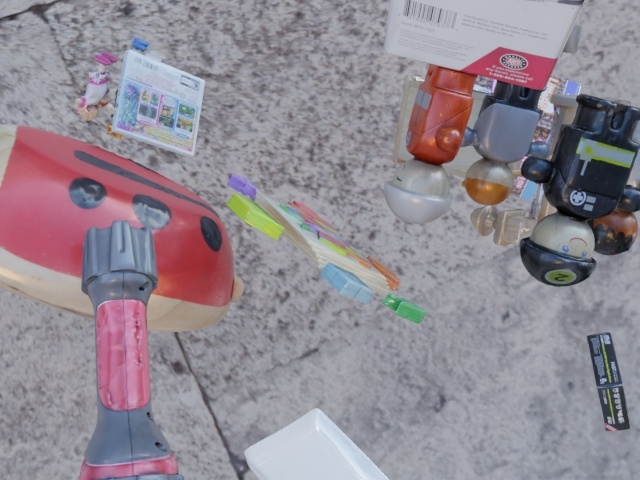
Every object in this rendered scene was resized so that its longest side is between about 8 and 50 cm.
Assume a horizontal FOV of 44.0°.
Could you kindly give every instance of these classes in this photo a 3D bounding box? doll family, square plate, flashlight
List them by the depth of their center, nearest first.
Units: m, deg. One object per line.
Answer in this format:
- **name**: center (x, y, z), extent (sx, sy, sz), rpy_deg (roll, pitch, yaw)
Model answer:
- **flashlight**: center (-0.194, 0.130, 0.783), extent (0.103, 0.103, 0.303), rpy_deg (31, 47, -60)
- **square plate**: center (0.036, 0.498, 1.532), extent (0.049, 0.347, 0.344), rpy_deg (-52, 164, 17)
- **doll family**: center (-0.384, -0.293, 1.593), extent (0.118, 0.263, 0.163), rpy_deg (26, 116, 1)

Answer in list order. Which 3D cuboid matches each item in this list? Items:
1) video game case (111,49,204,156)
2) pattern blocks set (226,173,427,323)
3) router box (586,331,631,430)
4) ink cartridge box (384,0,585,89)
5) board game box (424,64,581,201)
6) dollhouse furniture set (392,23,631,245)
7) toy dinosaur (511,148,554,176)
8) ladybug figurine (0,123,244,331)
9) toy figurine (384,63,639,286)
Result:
- **video game case**: center (-0.275, -0.233, 1.358), extent (0.157, 0.019, 0.143), rpy_deg (16, 77, -42)
- **pattern blocks set**: center (0.000, 0.000, 1.009), extent (0.285, 0.325, 0.026), rpy_deg (22, 104, -51)
- **router box**: center (0.437, 0.214, 1.203), extent (0.038, 0.122, 0.092), rpy_deg (-11, 120, 16)
- **ink cartridge box**: center (0.102, -0.167, 0.459), extent (0.109, 0.150, 0.063), rpy_deg (16, 65, 6)
- **board game box**: center (0.342, -0.241, 1.617), extent (0.291, 0.232, 0.141), rpy_deg (20, 61, 8)
- **dollhouse furniture set**: center (0.289, -0.163, 1.083), extent (0.356, 0.174, 0.303), rpy_deg (-6, 111, -41)
- **toy dinosaur**: center (0.272, -0.087, 0.905), extent (0.183, 0.093, 0.053), rpy_deg (-17, 87, -38)
- **ladybug figurine**: center (-0.294, -0.022, 1.032), extent (0.450, 0.305, 0.161), rpy_deg (21, 106, -27)
- **toy figurine**: center (0.185, -0.062, 0.691), extent (0.210, 0.213, 0.148), rpy_deg (-8, 116, -55)
